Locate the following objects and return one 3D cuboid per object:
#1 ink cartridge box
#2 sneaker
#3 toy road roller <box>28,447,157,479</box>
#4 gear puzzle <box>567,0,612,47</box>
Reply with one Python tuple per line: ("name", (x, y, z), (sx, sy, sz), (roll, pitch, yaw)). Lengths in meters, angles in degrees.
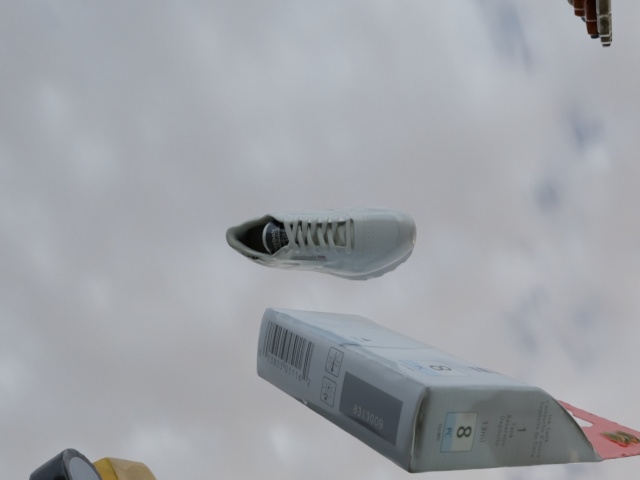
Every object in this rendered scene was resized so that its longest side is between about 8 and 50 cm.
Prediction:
("ink cartridge box", (0.164, 0.156, 0.934), (0.384, 0.308, 0.091), (5, -85, -32))
("sneaker", (0.000, 0.000, 0.995), (0.235, 0.090, 0.094), (-6, -14, 30))
("toy road roller", (-0.288, 0.407, 0.989), (0.202, 0.241, 0.329), (-33, -17, -2))
("gear puzzle", (0.231, -0.264, 0.731), (0.044, 0.339, 0.176), (-2, -81, 20))
